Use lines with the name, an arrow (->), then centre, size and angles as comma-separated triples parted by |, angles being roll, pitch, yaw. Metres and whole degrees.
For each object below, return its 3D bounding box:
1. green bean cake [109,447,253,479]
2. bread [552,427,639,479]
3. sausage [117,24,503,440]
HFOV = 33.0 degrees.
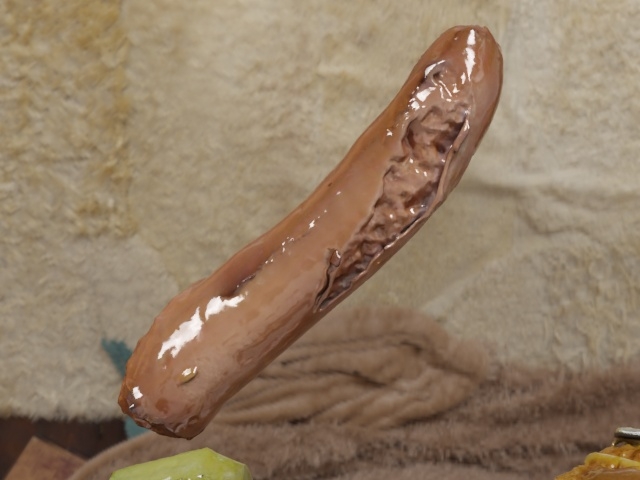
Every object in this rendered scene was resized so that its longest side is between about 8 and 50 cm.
green bean cake -> -0.090, 0.306, 0.839 | 0.124, 0.236, 0.233 | -16, 111, 2
bread -> 0.239, 0.213, 0.645 | 0.184, 0.274, 0.114 | -21, 107, -29
sausage -> 0.000, 0.000, 0.622 | 0.304, 0.078, 0.078 | -44, 103, 4
